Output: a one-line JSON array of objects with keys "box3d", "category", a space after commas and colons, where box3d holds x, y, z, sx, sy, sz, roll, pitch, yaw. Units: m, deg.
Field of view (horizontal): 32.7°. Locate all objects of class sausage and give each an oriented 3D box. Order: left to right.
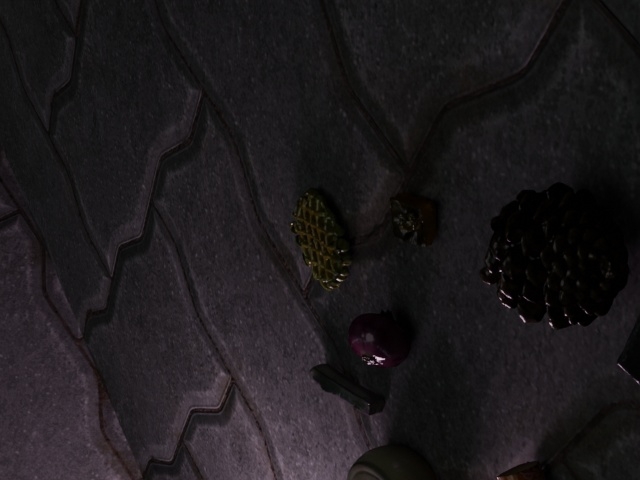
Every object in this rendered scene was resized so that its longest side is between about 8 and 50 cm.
[{"box3d": [0.344, 0.458, 1.666, 0.071, 0.071, 0.234, -30, 80, 60], "category": "sausage"}]

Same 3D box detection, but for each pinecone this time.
[{"box3d": [0.298, 0.015, 1.410, 0.184, 0.179, 0.204, -71, 24, 16], "category": "pinecone"}]

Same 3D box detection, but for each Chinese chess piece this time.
[{"box3d": [0.143, 0.489, 2.002, 0.238, 0.092, 0.237, 33, 132, 47], "category": "Chinese chess piece"}]

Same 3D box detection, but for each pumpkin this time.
[{"box3d": [0.148, -0.032, 1.751, 0.083, 0.054, 0.074, 22, 128, 48], "category": "pumpkin"}]

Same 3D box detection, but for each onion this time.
[{"box3d": [0.104, 0.169, 1.901, 0.115, 0.115, 0.104, -39, 28, 59], "category": "onion"}]

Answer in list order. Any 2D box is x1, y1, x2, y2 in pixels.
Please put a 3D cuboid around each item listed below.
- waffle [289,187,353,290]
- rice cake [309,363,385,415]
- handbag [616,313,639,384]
[{"box3d": [0.000, 0.000, 2.035, 0.183, 0.036, 0.169, 63, 152, 20], "category": "waffle"}, {"box3d": [0.048, 0.283, 2.099, 0.207, 0.047, 0.036, 24, 110, 51], "category": "rice cake"}, {"box3d": [0.463, 0.118, 1.281, 0.175, 0.089, 0.270, 42, 139, 31], "category": "handbag"}]
